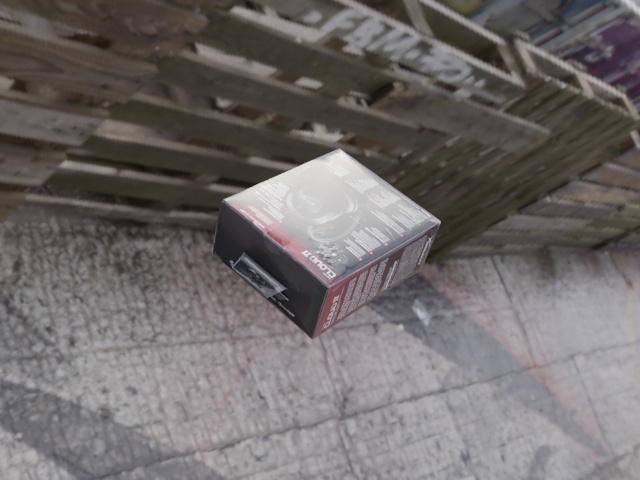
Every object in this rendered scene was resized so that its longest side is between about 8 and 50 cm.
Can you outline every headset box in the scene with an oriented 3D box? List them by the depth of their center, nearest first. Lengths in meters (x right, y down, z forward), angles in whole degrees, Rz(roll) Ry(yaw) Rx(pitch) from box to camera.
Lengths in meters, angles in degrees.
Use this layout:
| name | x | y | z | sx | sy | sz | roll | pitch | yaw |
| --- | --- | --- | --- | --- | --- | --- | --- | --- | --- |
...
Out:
| name | x | y | z | sx | sy | sz | roll | pitch | yaw |
| --- | --- | --- | --- | --- | --- | --- | --- | --- | --- |
| headset box | 0.000 | 0.000 | 0.375 | 0.062 | 0.032 | 0.083 | 37 | 44 | 24 |
